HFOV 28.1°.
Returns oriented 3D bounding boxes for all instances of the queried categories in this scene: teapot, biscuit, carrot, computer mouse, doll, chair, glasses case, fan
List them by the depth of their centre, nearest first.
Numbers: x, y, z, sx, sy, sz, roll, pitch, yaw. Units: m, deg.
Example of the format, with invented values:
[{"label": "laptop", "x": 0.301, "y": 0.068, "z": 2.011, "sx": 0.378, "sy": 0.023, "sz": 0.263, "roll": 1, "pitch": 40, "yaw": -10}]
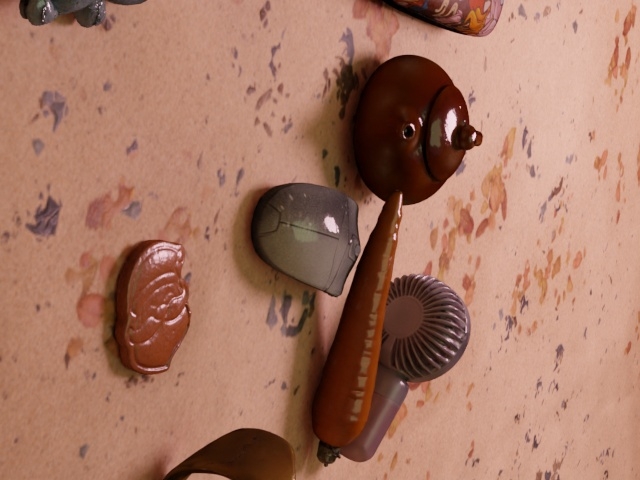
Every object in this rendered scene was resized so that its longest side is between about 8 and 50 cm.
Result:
[{"label": "doll", "x": -0.168, "y": -0.221, "z": 1.013, "sx": 0.180, "sy": 0.075, "sz": 0.120, "roll": -2, "pitch": 103, "yaw": -60}, {"label": "chair", "x": -0.120, "y": 0.284, "z": 1.166, "sx": 0.247, "sy": 0.159, "sz": 0.172, "roll": -12, "pitch": 107, "yaw": -58}, {"label": "biscuit", "x": -0.153, "y": 0.063, "z": 1.184, "sx": 0.102, "sy": 0.019, "sz": 0.130, "roll": -24, "pitch": 120, "yaw": -55}, {"label": "computer mouse", "x": 0.004, "y": 0.001, "z": 1.395, "sx": 0.229, "sy": 0.068, "sz": 0.113, "roll": 20, "pitch": 82, "yaw": -61}, {"label": "carrot", "x": 0.048, "y": 0.104, "z": 1.473, "sx": 0.069, "sy": 0.069, "sz": 0.335, "roll": 0, "pitch": 107, "yaw": -61}, {"label": "teapot", "x": 0.131, "y": -0.126, "z": 1.520, "sx": 0.252, "sy": 0.135, "sz": 0.178, "roll": -3, "pitch": 104, "yaw": -60}, {"label": "glasses case", "x": 0.147, "y": -0.325, "z": 1.539, "sx": 0.321, "sy": 0.082, "sz": 0.122, "roll": 3, "pitch": 97, "yaw": -61}, {"label": "fan", "x": 0.088, "y": 0.155, "z": 1.554, "sx": 0.244, "sy": 0.130, "sz": 0.074, "roll": -60, "pitch": 143, "yaw": -8}]
